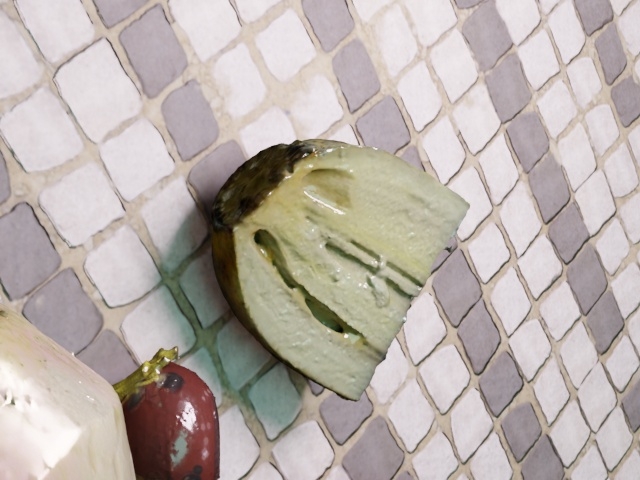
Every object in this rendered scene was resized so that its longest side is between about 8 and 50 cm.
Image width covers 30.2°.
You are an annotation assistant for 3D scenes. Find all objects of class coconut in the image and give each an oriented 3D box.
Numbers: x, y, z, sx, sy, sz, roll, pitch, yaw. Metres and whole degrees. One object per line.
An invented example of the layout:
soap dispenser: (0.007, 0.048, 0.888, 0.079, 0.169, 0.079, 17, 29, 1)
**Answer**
coconut: (-0.310, 0.230, 0.926, 0.353, 0.353, 0.352, 0, 90, -43)

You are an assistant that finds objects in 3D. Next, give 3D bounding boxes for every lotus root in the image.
lotus root: (-0.015, 0.005, 1.324, 0.260, 0.149, 0.267, 30, 88, -34)

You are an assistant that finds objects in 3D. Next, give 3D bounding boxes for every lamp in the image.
lamp: (-0.168, 0.202, 1.190, 0.135, 0.156, 0.157, -4, 55, -6)
